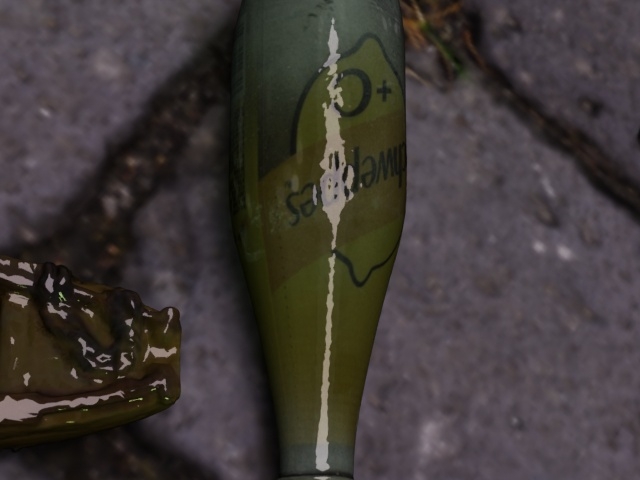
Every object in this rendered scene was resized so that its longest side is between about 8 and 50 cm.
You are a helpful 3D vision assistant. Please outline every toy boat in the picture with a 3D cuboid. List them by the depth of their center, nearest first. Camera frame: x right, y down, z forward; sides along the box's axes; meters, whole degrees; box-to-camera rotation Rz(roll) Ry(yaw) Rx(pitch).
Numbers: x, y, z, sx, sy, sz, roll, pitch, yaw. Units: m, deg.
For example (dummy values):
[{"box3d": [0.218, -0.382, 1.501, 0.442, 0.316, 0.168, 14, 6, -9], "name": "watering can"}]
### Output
[{"box3d": [-0.208, 0.025, 0.587, 0.321, 0.121, 0.089, 10, 60, -18], "name": "toy boat"}]

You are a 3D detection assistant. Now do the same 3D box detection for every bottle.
[{"box3d": [0.000, 0.000, 0.705, 0.083, 0.083, 0.270, 5, 73, -20], "name": "bottle"}]
